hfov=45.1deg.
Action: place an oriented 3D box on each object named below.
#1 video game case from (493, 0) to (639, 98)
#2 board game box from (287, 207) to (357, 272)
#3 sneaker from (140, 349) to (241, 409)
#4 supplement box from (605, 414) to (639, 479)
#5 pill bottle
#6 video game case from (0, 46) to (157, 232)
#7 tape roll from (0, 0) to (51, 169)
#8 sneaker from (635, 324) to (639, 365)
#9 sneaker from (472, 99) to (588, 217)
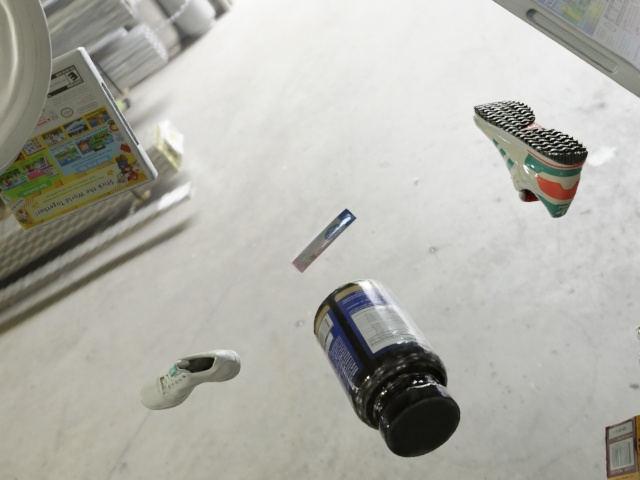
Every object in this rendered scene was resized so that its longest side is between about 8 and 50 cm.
[{"bbox_3d":[0.407,-0.351,1.165,0.329,0.300,0.036,-51,-6,-49],"label":"video game case"},{"bbox_3d":[0.000,0.000,0.915,0.090,0.020,0.090,-46,4,-4],"label":"board game box"},{"bbox_3d":[-0.258,0.248,1.419,0.212,0.094,0.080,-27,65,14],"label":"sneaker"},{"bbox_3d":[0.473,0.276,0.975,0.188,0.104,0.080,6,69,-1],"label":"supplement box"},{"bbox_3d":[0.080,0.154,0.948,0.123,0.123,0.219,-35,38,3],"label":"pill bottle"},{"bbox_3d":[-0.379,-0.136,1.090,0.227,0.206,0.026,-21,25,13],"label":"video game case"},{"bbox_3d":[-0.354,-0.144,0.632,0.246,0.246,0.169,-47,19,-15],"label":"tape roll"},{"bbox_3d":[0.455,0.167,1.009,0.068,0.071,0.170,-7,16,21],"label":"sneaker"},{"bbox_3d":[0.189,-0.078,0.731,0.057,0.075,0.161,-11,32,-16],"label":"sneaker"}]
